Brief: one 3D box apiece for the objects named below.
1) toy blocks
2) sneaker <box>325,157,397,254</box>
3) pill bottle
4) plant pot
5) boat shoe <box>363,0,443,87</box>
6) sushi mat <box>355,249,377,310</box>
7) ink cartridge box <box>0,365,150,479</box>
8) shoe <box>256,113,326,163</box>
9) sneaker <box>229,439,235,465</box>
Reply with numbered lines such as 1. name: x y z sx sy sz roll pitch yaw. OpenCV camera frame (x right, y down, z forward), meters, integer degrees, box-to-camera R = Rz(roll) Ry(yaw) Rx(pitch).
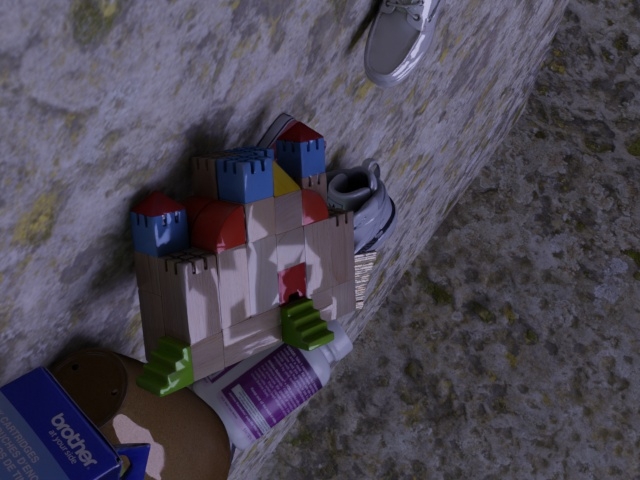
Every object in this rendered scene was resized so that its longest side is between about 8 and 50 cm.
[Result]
1. toy blocks: -0.089 -0.002 1.039 0.381 0.190 0.261 -19 113 -43
2. sneaker: 0.000 0.000 1.558 0.366 0.137 0.210 -44 154 -15
3. pill bottle: -0.089 0.259 1.633 0.301 0.169 0.169 -37 163 -11
4. plant pot: -0.264 0.251 1.087 0.237 0.237 0.254 -50 150 -24
5. boat shoe: 0.135 -0.366 1.220 0.277 0.098 0.096 -66 166 3
6. sushi mat: -0.044 0.103 1.497 0.316 0.019 0.152 -11 132 -26
7. ink cartridge box: -0.359 0.305 0.824 0.395 0.151 0.270 -31 154 -38
8. shoe: -0.067 -0.090 1.188 0.178 0.081 0.063 -55 167 0
9. sneaker: -0.196 0.412 1.860 0.180 0.124 0.321 -37 157 -52
